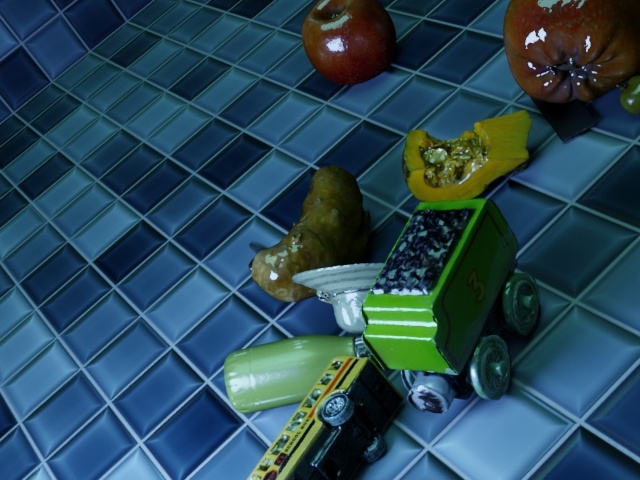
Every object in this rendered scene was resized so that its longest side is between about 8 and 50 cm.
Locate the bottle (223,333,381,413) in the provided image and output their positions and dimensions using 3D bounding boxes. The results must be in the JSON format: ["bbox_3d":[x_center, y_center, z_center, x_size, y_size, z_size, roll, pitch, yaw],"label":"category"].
[{"bbox_3d":[-0.027,0.217,1.717,0.260,0.112,0.112,-13,38,9],"label":"bottle"}]

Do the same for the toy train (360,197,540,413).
[{"bbox_3d":[0.204,0.100,1.557,0.174,0.249,0.307,0,47,42],"label":"toy train"}]

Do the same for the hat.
[{"bbox_3d":[0.079,0.108,1.742,0.252,0.252,0.109,-9,79,31],"label":"hat"}]

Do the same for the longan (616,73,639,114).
[{"bbox_3d":[0.576,-0.268,1.842,0.075,0.083,0.075,-62,7,14],"label":"longan"}]

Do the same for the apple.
[{"bbox_3d":[0.068,-0.481,2.408,0.218,0.201,0.218,-17,45,18],"label":"apple"}]

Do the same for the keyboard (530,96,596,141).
[{"bbox_3d":[0.470,-0.255,1.971,0.074,0.015,0.196,-25,36,6],"label":"keyboard"}]

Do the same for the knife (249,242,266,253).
[{"bbox_3d":[-0.109,0.031,2.100,0.023,0.010,0.170,-43,34,-12],"label":"knife"}]

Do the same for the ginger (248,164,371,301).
[{"bbox_3d":[0.000,0.000,1.934,0.321,0.172,0.165,-55,2,-36],"label":"ginger"}]

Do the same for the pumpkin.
[{"bbox_3d":[0.281,-0.149,1.916,0.248,0.126,0.130,-7,46,9],"label":"pumpkin"}]

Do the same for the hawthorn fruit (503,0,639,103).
[{"bbox_3d":[0.480,-0.416,1.903,0.277,0.277,0.298,-13,54,27],"label":"hawthorn fruit"}]

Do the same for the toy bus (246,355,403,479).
[{"bbox_3d":[-0.010,0.337,1.560,0.123,0.121,0.335,6,51,51],"label":"toy bus"}]
